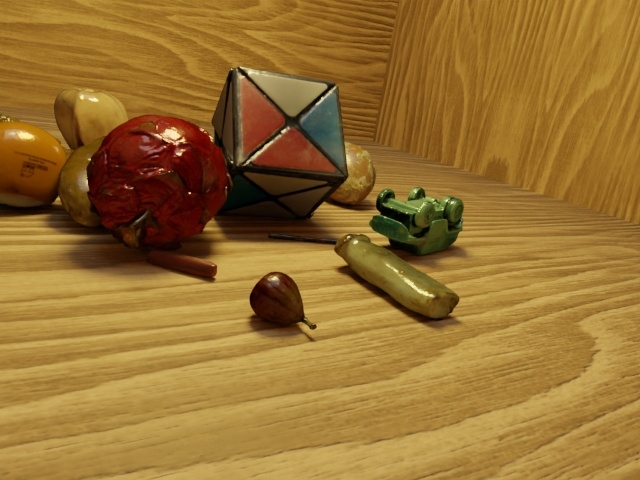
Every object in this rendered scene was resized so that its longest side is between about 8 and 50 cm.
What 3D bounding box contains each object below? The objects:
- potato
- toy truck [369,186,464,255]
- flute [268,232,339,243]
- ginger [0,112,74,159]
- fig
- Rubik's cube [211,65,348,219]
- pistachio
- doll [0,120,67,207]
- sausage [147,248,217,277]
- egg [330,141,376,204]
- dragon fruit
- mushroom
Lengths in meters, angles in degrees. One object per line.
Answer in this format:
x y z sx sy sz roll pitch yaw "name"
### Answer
-0.515 -0.143 1.305 0.176 0.195 0.369 -13 24 9 "potato"
0.263 -0.051 1.425 0.155 0.156 0.279 23 22 39 "toy truck"
0.000 0.000 1.363 0.269 0.014 0.014 6 17 -11 "flute"
-0.808 -0.271 1.586 0.334 0.081 0.148 34 46 -15 "ginger"
-0.057 0.111 0.890 0.125 0.089 0.089 41 25 11 "fig"
-0.129 -0.242 1.444 0.307 0.305 0.310 1 -17 -22 "Rubik's cube"
-0.735 -0.370 1.727 0.230 0.309 0.230 5 58 -8 "pistachio"
-0.724 -0.178 1.257 0.236 0.213 0.213 8 13 36 "doll"
-0.269 0.044 1.043 0.147 0.030 0.035 13 17 12 "sausage"
0.087 -0.228 1.829 0.203 0.203 0.245 2 42 -22 "egg"
-0.332 -0.125 1.125 0.277 0.277 0.342 11 39 7 "dragon fruit"
0.144 0.069 1.113 0.100 0.081 0.312 -7 27 -35 "mushroom"
